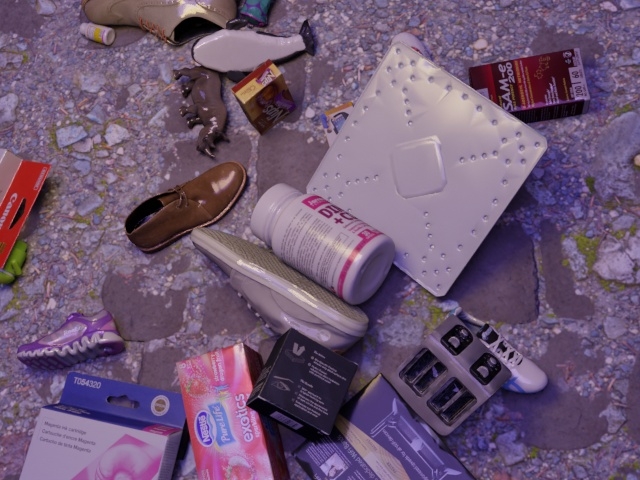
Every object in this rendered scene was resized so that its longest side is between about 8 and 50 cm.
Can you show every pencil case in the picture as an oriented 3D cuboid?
[{"bbox_3d":[-0.139,-0.592,2.059,0.070,0.064,0.151,28,76,-21],"label":"pencil case"}]

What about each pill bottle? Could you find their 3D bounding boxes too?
[{"bbox_3d":[0.000,0.000,1.778,0.283,0.160,0.160,31,80,26],"label":"pill bottle"},{"bbox_3d":[-0.562,-0.522,2.132,0.083,0.043,0.043,21,77,17],"label":"pill bottle"}]

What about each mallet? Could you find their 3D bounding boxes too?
[{"bbox_3d":[-0.364,0.408,1.794,0.190,0.039,0.062,14,75,20],"label":"mallet"}]

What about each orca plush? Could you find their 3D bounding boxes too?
[{"bbox_3d":[-0.165,-0.471,2.007,0.287,0.151,0.102,-22,31,-5],"label":"orca plush"}]

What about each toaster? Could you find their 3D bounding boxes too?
[{"bbox_3d":[0.244,0.264,1.643,0.168,0.110,0.185,47,123,13],"label":"toaster"}]

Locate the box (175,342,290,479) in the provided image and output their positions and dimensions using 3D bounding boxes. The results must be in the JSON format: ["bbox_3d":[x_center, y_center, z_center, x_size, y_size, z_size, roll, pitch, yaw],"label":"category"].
[{"bbox_3d":[-0.175,0.376,1.706,0.154,0.142,0.299,-17,70,7],"label":"box"}]

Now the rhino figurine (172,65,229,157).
[{"bbox_3d":[-0.271,-0.305,1.988,0.106,0.073,0.243,-16,71,9],"label":"rhino figurine"}]

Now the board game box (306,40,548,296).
[{"bbox_3d":[0.211,-0.149,1.762,0.390,0.050,0.389,39,111,20],"label":"board game box"}]

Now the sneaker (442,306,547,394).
[{"bbox_3d":[0.343,0.219,1.677,0.237,0.086,0.085,34,56,20],"label":"sneaker"}]

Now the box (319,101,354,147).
[{"bbox_3d":[0.054,-0.240,1.917,0.081,0.028,0.136,-22,64,10],"label":"box"}]

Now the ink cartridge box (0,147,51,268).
[{"bbox_3d":[-0.774,-0.083,1.983,0.239,0.060,0.275,11,73,38],"label":"ink cartridge box"}]

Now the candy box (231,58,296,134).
[{"bbox_3d":[-0.125,-0.317,1.900,0.109,0.186,0.053,-39,72,-4],"label":"candy box"}]

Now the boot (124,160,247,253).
[{"bbox_3d":[-0.301,-0.084,1.900,0.305,0.115,0.112,-35,67,-2],"label":"boot"}]

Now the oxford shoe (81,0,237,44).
[{"bbox_3d":[-0.395,-0.554,2.061,0.397,0.140,0.146,-3,76,11],"label":"oxford shoe"}]

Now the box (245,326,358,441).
[{"bbox_3d":[-0.035,0.279,1.639,0.156,0.093,0.158,31,61,-8],"label":"box"}]

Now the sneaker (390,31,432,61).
[{"bbox_3d":[0.208,-0.376,1.874,0.090,0.145,0.269,-13,70,7],"label":"sneaker"}]

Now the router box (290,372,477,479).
[{"bbox_3d":[0.133,0.454,1.651,0.243,0.081,0.309,-41,69,-4],"label":"router box"}]

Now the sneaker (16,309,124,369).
[{"bbox_3d":[-0.551,0.214,1.869,0.237,0.095,0.104,-14,63,2],"label":"sneaker"}]

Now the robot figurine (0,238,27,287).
[{"bbox_3d":[-0.727,0.050,1.965,0.101,0.067,0.115,17,76,27],"label":"robot figurine"}]

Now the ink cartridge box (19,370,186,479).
[{"bbox_3d":[-0.458,0.451,1.759,0.324,0.071,0.329,6,75,22],"label":"ink cartridge box"}]

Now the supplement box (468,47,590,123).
[{"bbox_3d":[0.452,-0.328,1.849,0.240,0.073,0.130,-9,71,9],"label":"supplement box"}]

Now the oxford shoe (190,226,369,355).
[{"bbox_3d":[-0.108,0.108,1.784,0.449,0.169,0.130,32,106,19],"label":"oxford shoe"}]
